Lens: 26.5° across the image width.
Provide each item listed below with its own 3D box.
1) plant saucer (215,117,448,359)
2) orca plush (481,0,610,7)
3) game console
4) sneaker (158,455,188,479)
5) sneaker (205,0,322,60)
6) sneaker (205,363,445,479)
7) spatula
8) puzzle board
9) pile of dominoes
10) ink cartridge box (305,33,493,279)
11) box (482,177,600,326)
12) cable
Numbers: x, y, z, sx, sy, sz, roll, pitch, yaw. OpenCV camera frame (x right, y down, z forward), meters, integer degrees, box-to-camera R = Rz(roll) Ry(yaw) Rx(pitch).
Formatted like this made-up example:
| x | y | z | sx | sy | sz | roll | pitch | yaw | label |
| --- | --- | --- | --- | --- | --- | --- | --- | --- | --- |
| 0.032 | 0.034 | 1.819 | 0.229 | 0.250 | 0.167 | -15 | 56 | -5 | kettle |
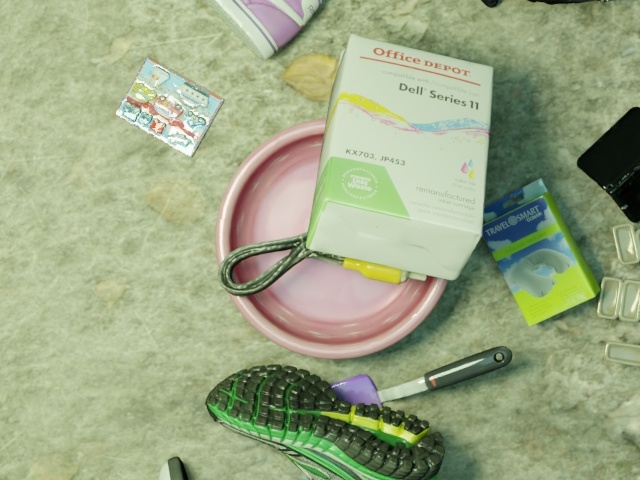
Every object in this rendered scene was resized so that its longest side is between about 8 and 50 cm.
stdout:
| x | y | z | sx | sy | sz | roll | pitch | yaw | label |
| --- | --- | --- | --- | --- | --- | --- | --- | --- | --- |
| 0.021 | -0.002 | 1.898 | 0.332 | 0.084 | 0.332 | 0 | 90 | 2 | plant saucer |
| 0.267 | -0.377 | 1.913 | 0.287 | 0.102 | 0.151 | 16 | 45 | -8 | orca plush |
| 0.446 | -0.107 | 1.921 | 0.122 | 0.071 | 0.107 | -44 | 118 | 1 | game console |
| -0.247 | 0.442 | 1.896 | 0.145 | 0.090 | 0.270 | -5 | 92 | -1 | sneaker |
| -0.116 | -0.406 | 1.907 | 0.161 | 0.102 | 0.282 | -44 | 99 | -3 | sneaker |
| -0.007 | 0.285 | 1.870 | 0.343 | 0.134 | 0.146 | 22 | 126 | 16 | sneaker |
| 0.129 | 0.205 | 1.900 | 0.296 | 0.030 | 0.084 | -21 | 89 | 19 | spatula |
| -0.217 | -0.191 | 1.944 | 0.128 | 0.011 | 0.096 | 29 | 90 | 2 | puzzle board |
| 0.513 | 0.086 | 1.882 | 0.251 | 0.040 | 0.196 | 8 | 89 | 11 | pile of dominoes |
| 0.111 | -0.140 | 1.784 | 0.207 | 0.119 | 0.354 | 12 | 54 | -5 | ink cartridge box |
| 0.300 | 0.017 | 1.893 | 0.109 | 0.042 | 0.178 | -28 | 89 | 24 | box |
| 0.000 | 0.000 | 1.821 | 0.287 | 0.072 | 0.140 | -6 | 84 | 2 | cable |
